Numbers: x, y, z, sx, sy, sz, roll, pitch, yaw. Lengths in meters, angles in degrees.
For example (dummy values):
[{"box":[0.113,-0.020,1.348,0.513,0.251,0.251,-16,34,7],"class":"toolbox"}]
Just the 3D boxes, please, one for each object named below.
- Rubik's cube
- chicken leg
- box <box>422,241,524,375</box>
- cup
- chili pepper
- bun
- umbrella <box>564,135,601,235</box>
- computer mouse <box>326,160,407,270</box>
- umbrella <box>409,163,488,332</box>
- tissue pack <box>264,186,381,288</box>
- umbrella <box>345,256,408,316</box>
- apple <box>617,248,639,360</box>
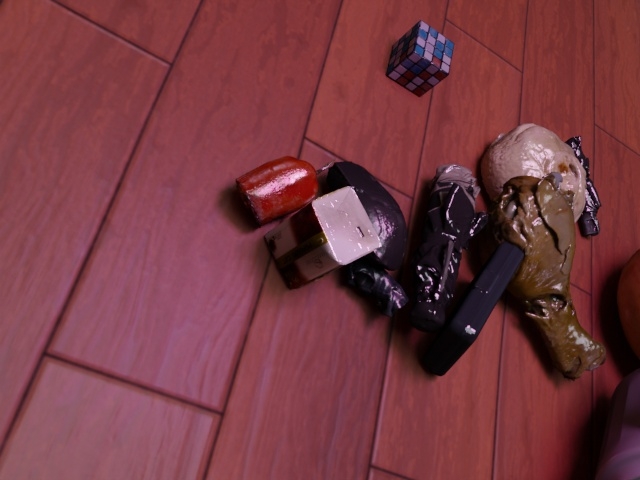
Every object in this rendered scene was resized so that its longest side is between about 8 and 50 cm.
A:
[{"box":[0.202,-0.367,1.288,0.092,0.092,0.092,27,59,-21],"class":"Rubik's cube"},{"box":[0.432,0.082,1.210,0.152,0.202,0.429,-61,127,-79],"class":"chicken leg"},{"box":[0.262,0.117,1.094,0.050,0.160,0.230,35,53,11],"class":"box"},{"box":[0.603,0.348,1.089,0.327,0.237,0.322,-30,111,-56],"class":"cup"},{"box":[-0.047,-0.093,1.024,0.192,0.086,0.084,-30,60,-28],"class":"chili pepper"},{"box":[0.458,-0.139,1.326,0.244,0.153,0.243,16,61,-31],"class":"bun"},{"box":[0.603,-0.123,1.467,0.066,0.059,0.235,33,47,-71],"class":"umbrella"},{"box":[0.087,-0.051,1.057,0.122,0.073,0.217,21,36,-44],"class":"computer mouse"},{"box":[0.224,0.006,1.115,0.113,0.106,0.357,40,46,-22],"class":"umbrella"},{"box":[-0.001,0.000,0.976,0.099,0.149,0.106,-24,85,-37],"class":"tissue pack"},{"box":[0.058,0.029,1.058,0.071,0.080,0.224,-34,87,-2],"class":"umbrella"},{"box":[0.817,0.140,1.297,0.347,0.391,0.391,-27,87,-38],"class":"apple"}]
